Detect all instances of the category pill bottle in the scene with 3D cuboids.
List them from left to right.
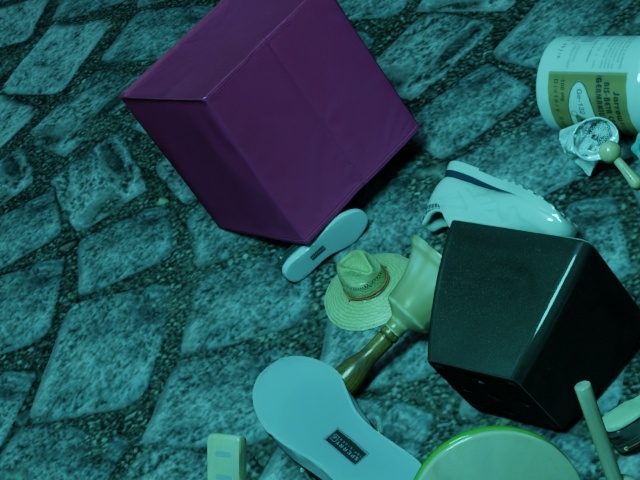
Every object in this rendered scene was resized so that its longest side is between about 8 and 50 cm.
[{"bbox_3d":[0.407,-0.200,1.938,0.229,0.131,0.131,6,50,39],"label":"pill bottle"}]

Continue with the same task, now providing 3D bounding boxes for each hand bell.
[{"bbox_3d":[0.077,0.121,1.840,0.242,0.126,0.126,-46,38,-1],"label":"hand bell"}]

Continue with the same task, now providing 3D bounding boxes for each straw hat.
[{"bbox_3d":[0.054,0.046,1.955,0.144,0.061,0.144,-19,38,15],"label":"straw hat"}]

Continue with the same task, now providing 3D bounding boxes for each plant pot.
[{"bbox_3d":[0.228,0.105,1.686,0.187,0.188,0.167,11,66,41],"label":"plant pot"}]

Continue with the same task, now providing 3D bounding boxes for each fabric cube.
[{"bbox_3d":[-0.071,-0.182,2.105,0.259,0.258,0.254,-46,27,-20],"label":"fabric cube"}]

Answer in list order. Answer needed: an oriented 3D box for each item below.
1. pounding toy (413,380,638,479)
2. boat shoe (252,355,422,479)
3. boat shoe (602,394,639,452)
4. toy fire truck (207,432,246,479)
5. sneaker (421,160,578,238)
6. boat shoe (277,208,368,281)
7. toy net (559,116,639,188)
[{"bbox_3d":[0.200,0.252,1.556,0.237,0.183,0.110,-27,13,4],"label":"pounding toy"},{"bbox_3d":[0.032,0.244,1.710,0.113,0.105,0.306,-40,44,-18],"label":"boat shoe"},{"bbox_3d":[0.366,0.180,1.607,0.133,0.042,0.049,-31,16,1],"label":"boat shoe"},{"bbox_3d":[-0.023,0.321,1.537,0.217,0.246,0.158,-14,40,21],"label":"toy fire truck"},{"bbox_3d":[0.229,-0.024,1.913,0.235,0.090,0.095,23,74,51],"label":"sneaker"},{"bbox_3d":[0.000,0.000,2.057,0.142,0.049,0.040,-38,37,-5],"label":"boat shoe"},{"bbox_3d":[0.388,-0.117,1.868,0.232,0.122,0.045,19,27,38],"label":"toy net"}]
